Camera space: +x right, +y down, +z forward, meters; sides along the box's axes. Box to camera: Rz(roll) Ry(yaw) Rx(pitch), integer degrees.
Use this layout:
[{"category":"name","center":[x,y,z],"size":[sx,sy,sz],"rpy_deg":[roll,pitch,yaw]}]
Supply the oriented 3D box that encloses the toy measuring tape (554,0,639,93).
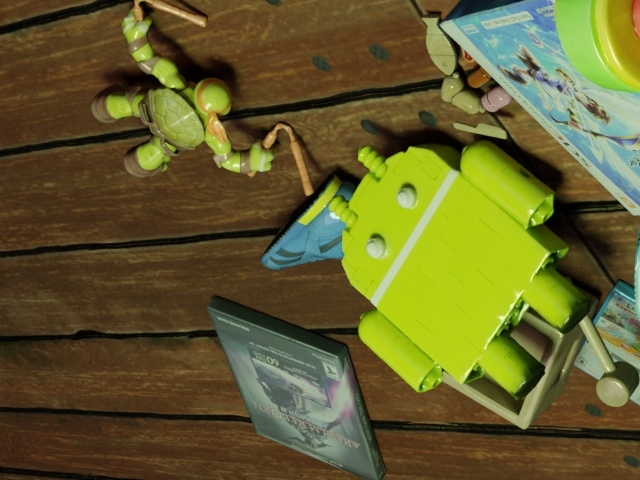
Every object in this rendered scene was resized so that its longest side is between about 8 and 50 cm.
[{"category":"toy measuring tape","center":[0.234,-0.098,1.241],"size":[0.121,0.121,0.330],"rpy_deg":[1,116,47]}]

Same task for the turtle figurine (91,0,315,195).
[{"category":"turtle figurine","center":[-0.142,-0.121,1.895],"size":[0.269,0.087,0.217],"rpy_deg":[46,150,-17]}]

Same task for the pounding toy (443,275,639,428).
[{"category":"pounding toy","center":[0.227,0.087,1.782],"size":[0.206,0.094,0.181],"rpy_deg":[30,127,20]}]

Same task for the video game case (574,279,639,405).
[{"category":"video game case","center":[0.321,0.112,1.811],"size":[0.119,0.015,0.166],"rpy_deg":[32,151,9]}]

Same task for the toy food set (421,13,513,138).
[{"category":"toy food set","center":[0.137,-0.149,1.626],"size":[0.078,0.019,0.122],"rpy_deg":[15,137,34]}]

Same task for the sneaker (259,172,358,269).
[{"category":"sneaker","center":[0.000,0.000,1.940],"size":[0.082,0.069,0.209],"rpy_deg":[36,151,-8]}]

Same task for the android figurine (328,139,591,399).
[{"category":"android figurine","center":[0.122,0.019,1.732],"size":[0.273,0.056,0.248],"rpy_deg":[43,119,20]}]

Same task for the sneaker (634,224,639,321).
[{"category":"sneaker","center":[0.341,0.061,1.658],"size":[0.092,0.087,0.228],"rpy_deg":[-6,131,24]}]

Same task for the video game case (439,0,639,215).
[{"category":"video game case","center":[0.233,-0.115,1.430],"size":[0.244,0.061,0.269],"rpy_deg":[42,173,-11]}]

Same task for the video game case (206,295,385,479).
[{"category":"video game case","center":[-0.027,0.191,2.295],"size":[0.196,0.026,0.274],"rpy_deg":[19,146,29]}]
